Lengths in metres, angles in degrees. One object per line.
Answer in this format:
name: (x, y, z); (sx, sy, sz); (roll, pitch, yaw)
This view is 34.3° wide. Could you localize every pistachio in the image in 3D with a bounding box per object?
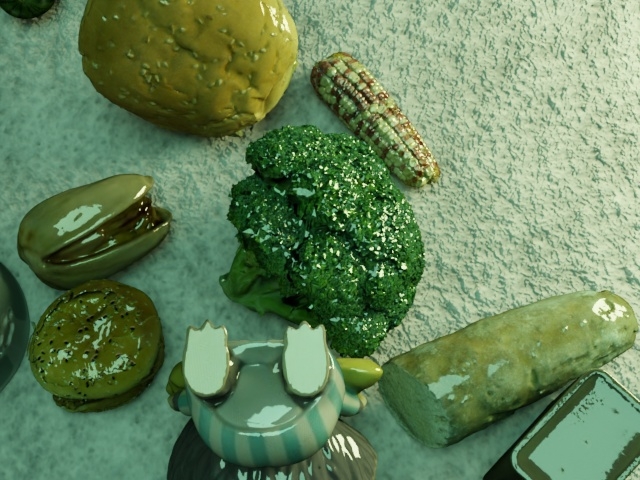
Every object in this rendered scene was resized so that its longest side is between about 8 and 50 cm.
pistachio: (-0.303, -0.014, 1.386); (0.206, 0.131, 0.130); (-26, 117, -11)

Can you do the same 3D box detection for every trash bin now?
trash bin: (0.286, 0.254, 1.199); (0.164, 0.240, 0.122); (-44, 73, -10)

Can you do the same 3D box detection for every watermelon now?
watermelon: (-0.431, -0.378, 1.517); (0.109, 0.109, 0.109); (-1, 72, 3)

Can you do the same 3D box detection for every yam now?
yam: (0.243, 0.152, 1.299); (0.330, 0.133, 0.133); (-21, 72, -8)

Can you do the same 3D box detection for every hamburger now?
hamburger: (-0.294, 0.134, 1.334); (0.185, 0.113, 0.177); (20, 75, 8)
hamburger: (-0.171, -0.264, 1.374); (0.283, 0.145, 0.260); (17, 115, -19)

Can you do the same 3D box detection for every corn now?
corn: (0.075, -0.165, 1.436); (0.079, 0.079, 0.237); (-36, 76, -9)

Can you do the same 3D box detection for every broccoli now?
broccoli: (0.000, 0.000, 1.309); (0.307, 0.275, 0.308); (22, 54, -35)

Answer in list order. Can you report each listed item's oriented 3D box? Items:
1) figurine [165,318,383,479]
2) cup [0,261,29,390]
figurine: (-0.053, 0.306, 1.136); (0.266, 0.361, 0.378); (-4, 73, 2)
cup: (-0.546, 0.039, 1.292); (0.259, 0.274, 0.357); (-21, 73, -5)
